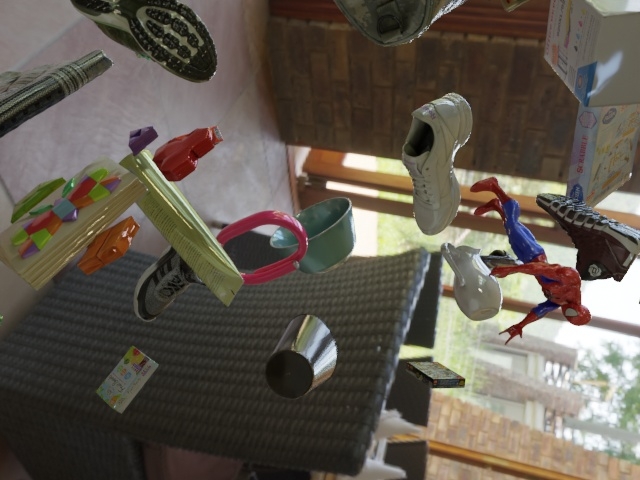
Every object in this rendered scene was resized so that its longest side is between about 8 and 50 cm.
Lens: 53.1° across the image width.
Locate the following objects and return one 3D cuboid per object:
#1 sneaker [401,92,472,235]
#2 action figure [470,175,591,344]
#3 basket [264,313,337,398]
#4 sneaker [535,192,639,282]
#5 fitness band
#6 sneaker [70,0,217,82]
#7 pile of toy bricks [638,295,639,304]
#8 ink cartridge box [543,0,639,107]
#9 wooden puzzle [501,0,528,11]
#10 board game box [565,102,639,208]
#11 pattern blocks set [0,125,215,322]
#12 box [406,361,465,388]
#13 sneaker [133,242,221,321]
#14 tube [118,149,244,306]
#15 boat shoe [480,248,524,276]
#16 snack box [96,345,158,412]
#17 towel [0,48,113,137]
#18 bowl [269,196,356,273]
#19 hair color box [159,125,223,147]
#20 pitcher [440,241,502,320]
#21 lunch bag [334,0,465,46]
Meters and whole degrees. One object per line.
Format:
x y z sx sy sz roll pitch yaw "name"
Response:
0.212 -0.143 1.303 0.152 0.114 0.305 -21 126 -34 "sneaker"
0.282 0.036 0.958 0.280 0.139 0.091 60 -2 43 "action figure"
-0.054 0.316 1.686 0.227 0.154 0.204 -24 102 -76 "basket"
0.596 0.006 1.491 0.106 0.281 0.162 -4 120 -34 "sneaker"
-0.177 0.025 1.857 0.209 0.291 0.054 55 22 -30 "fitness band"
-0.410 -0.497 1.544 0.158 0.410 0.182 -52 171 -14 "sneaker"
0.549 0.064 0.844 0.105 0.212 0.118 72 37 -63 "pile of toy bricks"
0.537 -0.378 1.177 0.232 0.168 0.171 -95 179 -52 "ink cartridge box"
0.331 -0.438 1.093 0.116 0.078 0.014 -38 -170 -10 "wooden puzzle"
0.807 -0.272 1.803 0.319 0.066 0.318 -29 129 -37 "board game box"
-0.298 -0.030 0.762 0.325 0.285 0.026 -54 131 -27 "pattern blocks set"
0.291 0.340 1.625 0.137 0.094 0.027 -159 -105 -68 "box"
-0.338 0.092 1.529 0.101 0.153 0.268 40 82 -37 "sneaker"
-0.188 -0.018 0.876 0.062 0.240 0.070 -41 170 8 "tube"
0.600 0.074 2.140 0.285 0.103 0.092 -7 85 -41 "boat shoe"
-0.475 0.339 1.572 0.141 0.100 0.037 -54 129 -16 "snack box"
-0.469 -0.162 0.836 0.312 0.324 0.056 -47 125 -33 "towel"
0.000 0.000 2.193 0.163 0.312 0.311 60 32 -21 "bowl"
-0.311 -0.234 1.549 0.141 0.072 0.043 -31 98 -48 "hair color box"
0.405 0.107 1.757 0.178 0.125 0.207 19 48 -38 "pitcher"
0.127 -0.424 0.857 0.305 0.213 0.256 -46 122 -40 "lunch bag"
